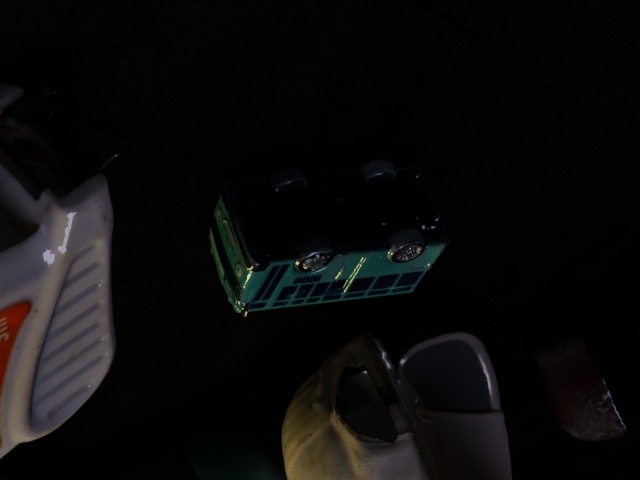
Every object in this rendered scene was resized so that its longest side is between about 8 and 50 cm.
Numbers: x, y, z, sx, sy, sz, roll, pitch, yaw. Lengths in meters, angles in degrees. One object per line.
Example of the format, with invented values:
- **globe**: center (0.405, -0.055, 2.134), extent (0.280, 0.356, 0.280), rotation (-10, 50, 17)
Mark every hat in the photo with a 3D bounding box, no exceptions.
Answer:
- **hat**: center (0.084, 0.197, 1.561), extent (0.275, 0.232, 0.161), rotation (18, 138, -41)

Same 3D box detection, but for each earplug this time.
- **earplug**: center (-0.147, 0.230, 1.584), extent (0.280, 0.164, 0.257), rotation (-33, 109, -3)

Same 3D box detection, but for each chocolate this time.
- **chocolate**: center (0.239, 0.124, 1.656), extent (0.080, 0.125, 0.148), rotation (-15, 159, 25)

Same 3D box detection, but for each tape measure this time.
- **tape measure**: center (-0.241, 0.050, 1.161), extent (0.265, 0.130, 0.258), rotation (-35, 159, -22)

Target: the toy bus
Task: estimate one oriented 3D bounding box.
- **toy bus**: center (0.000, 0.000, 1.320), extent (0.160, 0.079, 0.092), rotation (-6, 148, -28)
